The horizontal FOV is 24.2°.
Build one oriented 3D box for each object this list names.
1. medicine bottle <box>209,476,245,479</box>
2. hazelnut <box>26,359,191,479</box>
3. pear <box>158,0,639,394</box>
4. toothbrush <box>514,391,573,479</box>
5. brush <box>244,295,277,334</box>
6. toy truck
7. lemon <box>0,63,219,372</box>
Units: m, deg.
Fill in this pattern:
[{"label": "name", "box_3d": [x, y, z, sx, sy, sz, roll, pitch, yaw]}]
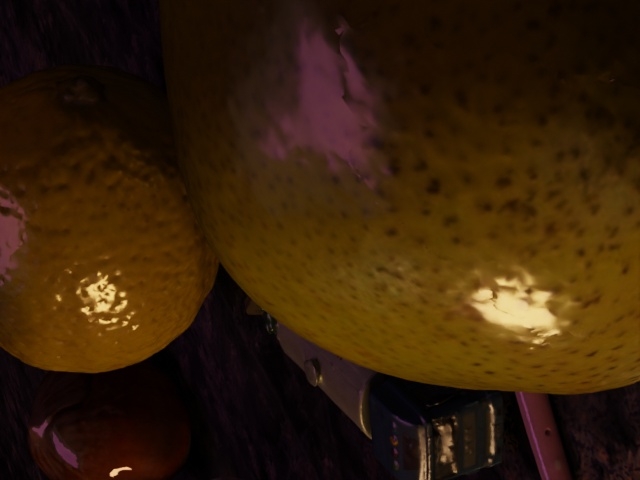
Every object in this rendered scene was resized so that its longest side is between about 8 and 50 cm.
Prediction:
[{"label": "medicine bottle", "box_3d": [-0.006, 0.376, 1.298, 0.426, 0.108, 0.108, 46, 146, 47]}, {"label": "hazelnut", "box_3d": [-0.229, 0.212, 1.605, 0.182, 0.182, 0.182, 47, 147, 45]}, {"label": "pear", "box_3d": [0.068, -0.075, 0.606, 0.294, 0.294, 0.294, 47, 147, 45]}, {"label": "toothbrush", "box_3d": [0.156, 0.187, 0.903, 0.025, 0.020, 0.286, 168, 84, -74]}, {"label": "brush", "box_3d": [0.000, 0.000, 1.083, 0.048, 0.054, 0.282, 56, 154, 15]}, {"label": "toy truck", "box_3d": [0.041, 0.084, 1.004, 0.201, 0.088, 0.074, 42, 141, 50]}, {"label": "lemon", "box_3d": [-0.204, -0.018, 1.285, 0.267, 0.267, 0.267, 47, 147, 45]}]
